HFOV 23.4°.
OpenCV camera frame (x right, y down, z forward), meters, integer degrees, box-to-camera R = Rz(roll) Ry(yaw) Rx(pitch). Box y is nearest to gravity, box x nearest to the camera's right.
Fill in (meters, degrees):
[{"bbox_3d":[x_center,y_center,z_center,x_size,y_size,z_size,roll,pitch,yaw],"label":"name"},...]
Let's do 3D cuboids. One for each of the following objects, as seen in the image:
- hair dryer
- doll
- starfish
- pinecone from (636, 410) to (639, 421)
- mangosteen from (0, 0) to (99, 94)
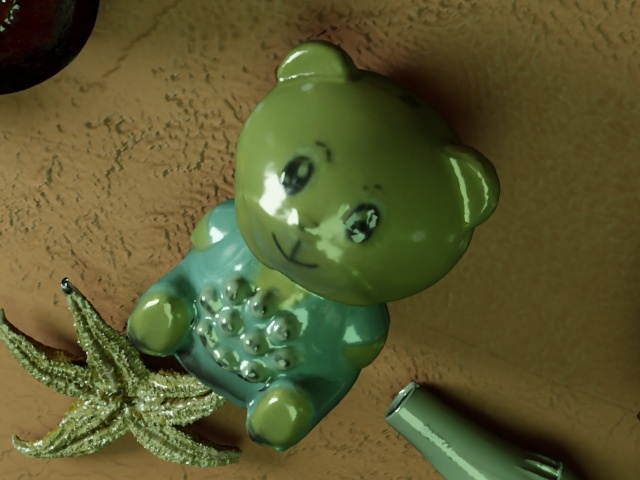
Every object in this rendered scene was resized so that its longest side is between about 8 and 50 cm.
[{"bbox_3d":[0.104,0.219,1.261,0.225,0.088,0.219,-27,101,19],"label":"hair dryer"},{"bbox_3d":[0.000,0.000,1.087,0.177,0.161,0.261,38,125,9],"label":"doll"},{"bbox_3d":[-0.168,0.125,1.265,0.240,0.043,0.227,-28,113,27],"label":"starfish"},{"bbox_3d":[0.331,0.120,1.073,0.243,0.243,0.257,-23,108,21],"label":"pinecone"},{"bbox_3d":[-0.221,-0.166,1.021,0.152,0.152,0.152,4,123,6],"label":"mangosteen"}]
